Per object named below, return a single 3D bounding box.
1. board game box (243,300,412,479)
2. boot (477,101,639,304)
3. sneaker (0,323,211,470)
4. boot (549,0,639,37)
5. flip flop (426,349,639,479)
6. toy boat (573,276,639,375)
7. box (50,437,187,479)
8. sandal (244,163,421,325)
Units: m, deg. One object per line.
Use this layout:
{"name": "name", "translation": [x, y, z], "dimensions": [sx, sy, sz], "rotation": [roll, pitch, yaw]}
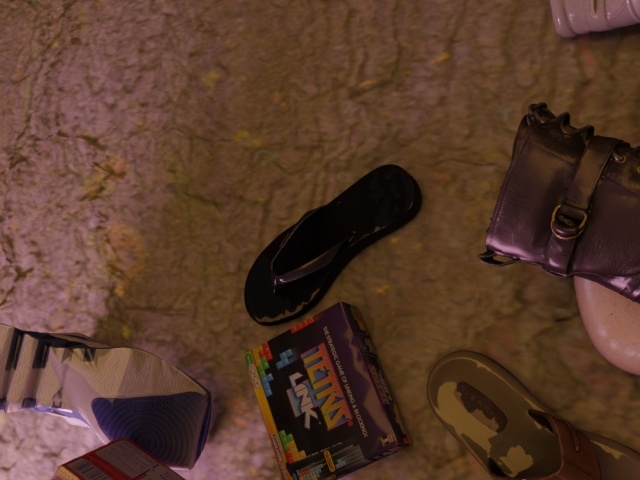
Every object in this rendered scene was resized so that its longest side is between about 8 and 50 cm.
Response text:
{"name": "board game box", "translation": [0.004, 0.175, 0.875], "dimensions": [0.141, 0.048, 0.170], "rotation": [-32, 64, 19]}
{"name": "boot", "translation": [0.259, -0.057, 0.621], "dimensions": [0.229, 0.091, 0.263], "rotation": [32, 104, 30]}
{"name": "sneaker", "translation": [-0.282, 0.175, 0.992], "dimensions": [0.315, 0.182, 0.127], "rotation": [17, 86, 2]}
{"name": "boot", "translation": [0.272, -0.341, 0.807], "dimensions": [0.123, 0.095, 0.258], "rotation": [-6, 92, 42]}
{"name": "flip flop", "translation": [0.206, 0.199, 0.738], "dimensions": [0.277, 0.080, 0.112], "rotation": [39, 97, 31]}
{"name": "toy boat", "translation": [0.358, -0.036, 0.698], "dimensions": [0.267, 0.148, 0.318], "rotation": [-8, 80, 32]}
{"name": "box", "translation": [-0.149, 0.351, 0.799], "dimensions": [0.300, 0.154, 0.142], "rotation": [33, 94, 10]}
{"name": "sandal", "translation": [0.000, -0.001, 0.920], "dimensions": [0.254, 0.054, 0.097], "rotation": [-42, 61, 13]}
